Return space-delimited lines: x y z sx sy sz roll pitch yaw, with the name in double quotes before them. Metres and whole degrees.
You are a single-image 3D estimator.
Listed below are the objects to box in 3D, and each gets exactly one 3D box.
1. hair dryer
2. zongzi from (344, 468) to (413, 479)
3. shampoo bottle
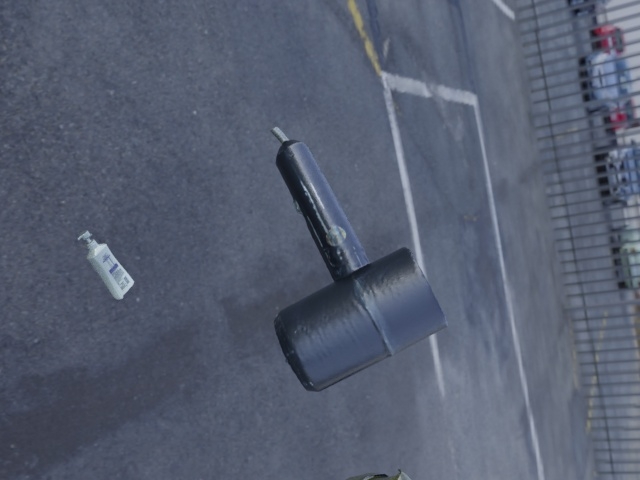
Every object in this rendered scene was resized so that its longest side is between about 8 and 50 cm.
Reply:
"hair dryer" 0.000 0.000 0.565 0.071 0.124 0.219 61 4 -72
"zongzi" 0.143 0.478 1.064 0.274 0.251 0.125 46 69 0
"shampoo bottle" -0.385 0.039 1.244 0.049 0.034 0.141 -56 132 -41
